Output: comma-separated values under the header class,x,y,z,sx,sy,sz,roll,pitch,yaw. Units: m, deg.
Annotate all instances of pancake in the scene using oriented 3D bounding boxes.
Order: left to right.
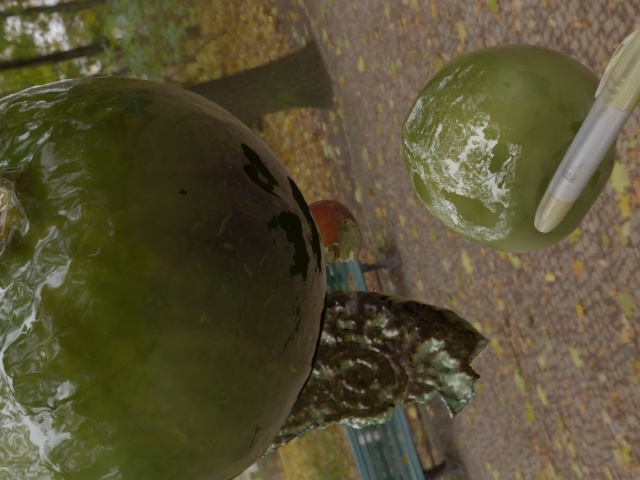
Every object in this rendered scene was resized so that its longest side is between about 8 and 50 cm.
class,x,y,z,sx,sy,sz,roll,pitch,yaw
pancake,0.050,0.194,1.241,0.304,0.427,0.066,-98,-7,-49

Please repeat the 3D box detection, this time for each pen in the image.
class,x,y,z,sx,sy,sz,roll,pitch,yaw
pen,0.234,-0.090,0.677,0.233,0.032,0.040,107,153,-49

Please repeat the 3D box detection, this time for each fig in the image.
class,x,y,z,sx,sy,sz,roll,pitch,yaw
fig,-0.127,0.048,0.538,0.316,0.316,0.315,164,90,-81

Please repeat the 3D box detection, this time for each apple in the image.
class,x,y,z,sx,sy,sz,roll,pitch,yaw
apple,-0.006,-0.005,1.648,0.147,0.158,0.156,60,137,21
apple,0.311,-0.162,1.324,0.357,0.358,0.357,164,90,-81
